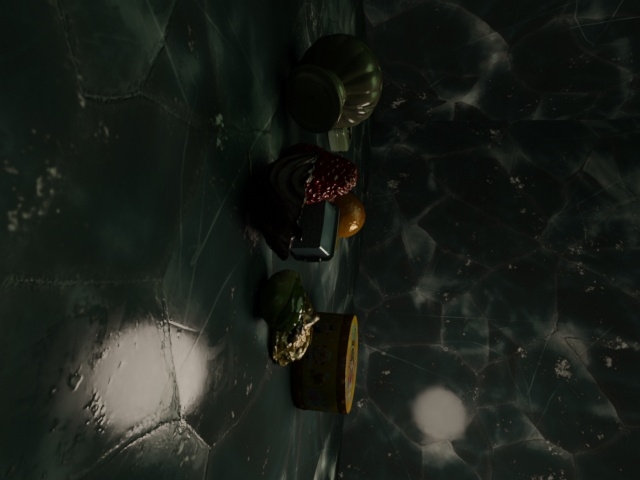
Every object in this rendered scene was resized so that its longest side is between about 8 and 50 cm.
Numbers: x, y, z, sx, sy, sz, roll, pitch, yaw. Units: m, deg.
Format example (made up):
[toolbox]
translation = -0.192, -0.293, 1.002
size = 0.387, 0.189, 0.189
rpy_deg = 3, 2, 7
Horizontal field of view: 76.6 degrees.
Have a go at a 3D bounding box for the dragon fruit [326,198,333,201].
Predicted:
[dragon fruit]
translation = 0.012, -0.252, 1.593
size = 0.211, 0.147, 0.282
rpy_deg = 67, 31, -63

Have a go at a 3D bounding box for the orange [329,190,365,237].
[orange]
translation = 0.086, -0.118, 1.741
size = 0.193, 0.219, 0.219
rpy_deg = -50, 150, -28

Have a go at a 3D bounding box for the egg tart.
[egg tart]
translation = -0.078, 0.296, 1.392
size = 0.297, 0.132, 0.297
rpy_deg = 8, 90, -73

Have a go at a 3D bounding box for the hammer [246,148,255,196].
[hammer]
translation = -0.180, -0.174, 1.045
size = 0.029, 0.014, 0.123
rpy_deg = -75, 164, -74

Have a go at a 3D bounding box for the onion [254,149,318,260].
[onion]
translation = -0.114, -0.089, 1.115
size = 0.314, 0.146, 0.280
rpy_deg = -87, -163, -46

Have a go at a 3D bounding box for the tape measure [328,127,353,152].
[tape measure]
translation = 0.110, -0.566, 2.038
size = 0.207, 0.115, 0.235
rpy_deg = 70, 25, -55

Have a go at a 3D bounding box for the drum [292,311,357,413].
[drum]
translation = 0.034, 0.513, 1.735
size = 0.431, 0.214, 0.431
rpy_deg = 2, 90, -77

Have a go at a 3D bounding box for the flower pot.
[flower pot]
translation = 0.027, -0.494, 1.316
size = 0.244, 0.307, 0.307
rpy_deg = -47, 142, -41

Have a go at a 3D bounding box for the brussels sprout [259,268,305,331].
[brussels sprout]
translation = -0.108, 0.176, 1.183
size = 0.145, 0.131, 0.183
rpy_deg = 5, 93, -83

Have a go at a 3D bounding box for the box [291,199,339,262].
[box]
translation = -0.026, -0.040, 1.458
size = 0.130, 0.162, 0.227
rpy_deg = 46, 47, -60

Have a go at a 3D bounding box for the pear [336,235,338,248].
[pear]
translation = 0.000, 0.000, 1.602
size = 0.162, 0.148, 0.149
rpy_deg = 77, 20, -66

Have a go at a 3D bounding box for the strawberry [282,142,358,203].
[strawberry]
translation = 0.002, -0.215, 1.326
size = 0.205, 0.244, 0.205
rpy_deg = 4, 90, -80
